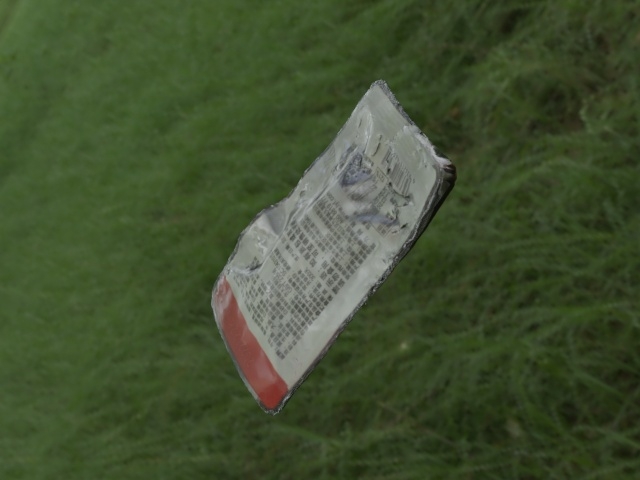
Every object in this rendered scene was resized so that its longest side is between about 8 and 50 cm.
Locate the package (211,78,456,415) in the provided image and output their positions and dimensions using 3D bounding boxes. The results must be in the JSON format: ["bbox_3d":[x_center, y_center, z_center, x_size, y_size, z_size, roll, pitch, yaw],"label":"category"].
[{"bbox_3d":[0.000,0.000,0.971,0.239,0.030,0.154,-50,40,16],"label":"package"}]
